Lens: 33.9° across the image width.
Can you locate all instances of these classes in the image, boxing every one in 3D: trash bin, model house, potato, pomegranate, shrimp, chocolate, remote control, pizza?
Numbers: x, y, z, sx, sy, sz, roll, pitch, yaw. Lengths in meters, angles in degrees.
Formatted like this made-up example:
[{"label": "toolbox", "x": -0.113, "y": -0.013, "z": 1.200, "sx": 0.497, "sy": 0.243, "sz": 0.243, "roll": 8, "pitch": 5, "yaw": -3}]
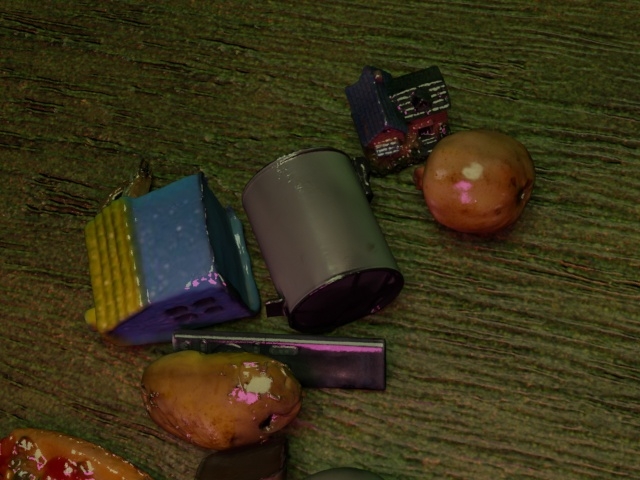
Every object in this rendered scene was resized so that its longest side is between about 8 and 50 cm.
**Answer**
[{"label": "trash bin", "x": 0.000, "y": 0.000, "z": 1.870, "sx": 0.277, "sy": 0.217, "sz": 0.263, "roll": -18, "pitch": 64, "yaw": -11}, {"label": "model house", "x": -0.289, "y": 0.050, "z": 1.896, "sx": 0.303, "sy": 0.215, "sz": 0.237, "roll": -16, "pitch": 65, "yaw": 4}, {"label": "potato", "x": -0.170, "y": 0.270, "z": 1.787, "sx": 0.300, "sy": 0.140, "sz": 0.173, "roll": -3, "pitch": 100, "yaw": 23}, {"label": "pomegranate", "x": 0.282, "y": -0.110, "z": 1.893, "sx": 0.207, "sy": 0.207, "sz": 0.207, "roll": -3, "pitch": 65, "yaw": 6}, {"label": "shrimp", "x": -0.381, "y": -0.084, "z": 2.067, "sx": 0.099, "sy": 0.041, "sz": 0.180, "roll": 10, "pitch": 67, "yaw": 28}, {"label": "chocolate", "x": -0.122, "y": 0.395, "z": 1.708, "sx": 0.161, "sy": 0.261, "sz": 0.083, "roll": -13, "pitch": 93, "yaw": 4}, {"label": "remote control", "x": -0.073, "y": 0.211, "z": 1.852, "sx": 0.377, "sy": 0.107, "sz": 0.044, "roll": 2, "pitch": 25, "yaw": 8}, {"label": "pizza", "x": -0.434, "y": 0.538, "z": 1.732, "sx": 0.439, "sy": 0.130, "sz": 0.406, "roll": 24, "pitch": 69, "yaw": 18}, {"label": "model house", "x": 0.151, "y": -0.247, "z": 1.991, "sx": 0.182, "sy": 0.172, "sz": 0.167, "roll": -16, "pitch": 63, "yaw": -1}]

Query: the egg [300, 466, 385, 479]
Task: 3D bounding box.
[{"label": "egg", "x": 0.004, "y": 0.478, "z": 1.656, "sx": 0.282, "sy": 0.203, "sz": 0.203, "roll": -35, "pitch": 66, "yaw": -10}]
